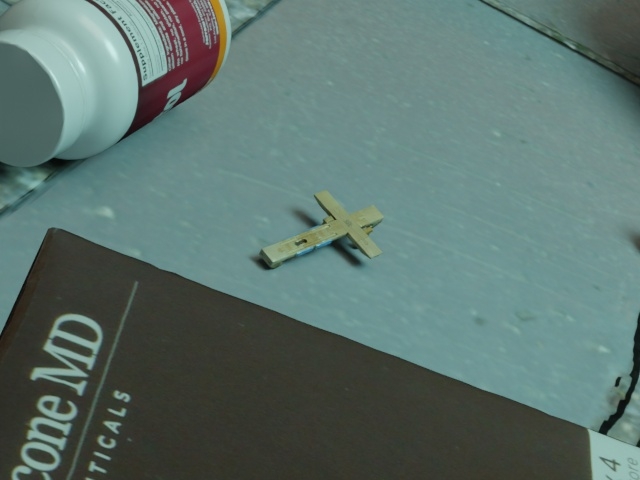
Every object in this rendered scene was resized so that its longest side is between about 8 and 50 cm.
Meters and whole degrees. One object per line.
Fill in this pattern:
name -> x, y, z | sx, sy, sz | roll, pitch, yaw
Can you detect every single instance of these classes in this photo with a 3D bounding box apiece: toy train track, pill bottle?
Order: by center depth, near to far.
pill bottle -> -0.116, -0.093, 0.823 | 0.086, 0.086, 0.152 | 33, 34, 11
toy train track -> 0.000, 0.000, 0.838 | 0.083, 0.014, 0.048 | -21, 62, -42

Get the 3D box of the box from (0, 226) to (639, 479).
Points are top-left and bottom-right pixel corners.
box -> 0.048, 0.157, 0.534 | 0.381, 0.143, 0.191 | 19, 33, -6
